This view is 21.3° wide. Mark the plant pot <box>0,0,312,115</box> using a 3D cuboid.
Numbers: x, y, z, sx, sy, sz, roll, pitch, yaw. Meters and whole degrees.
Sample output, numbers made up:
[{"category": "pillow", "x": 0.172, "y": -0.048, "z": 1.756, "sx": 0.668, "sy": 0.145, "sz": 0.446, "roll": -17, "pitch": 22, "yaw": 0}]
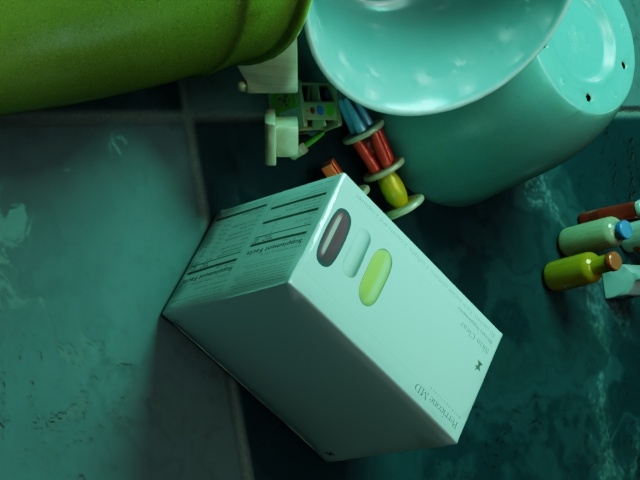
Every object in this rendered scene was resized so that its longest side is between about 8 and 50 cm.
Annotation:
[{"category": "plant pot", "x": -0.254, "y": -0.268, "z": 1.523, "sx": 0.353, "sy": 0.366, "sz": 0.366, "roll": -28, "pitch": 98, "yaw": -31}]

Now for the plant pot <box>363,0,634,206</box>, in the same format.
[{"category": "plant pot", "x": 0.219, "y": -0.205, "z": 1.979, "sx": 0.293, "sy": 0.235, "sz": 0.293, "roll": 13, "pitch": 71, "yaw": -40}]

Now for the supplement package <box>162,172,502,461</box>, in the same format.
[{"category": "supplement package", "x": 0.014, "y": 0.086, "z": 1.737, "sx": 0.262, "sy": 0.204, "sz": 0.145, "roll": 44, "pitch": 54, "yaw": -25}]

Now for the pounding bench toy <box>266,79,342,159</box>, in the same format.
[{"category": "pounding bench toy", "x": -0.013, "y": -0.130, "z": 1.874, "sx": 0.065, "sy": 0.052, "sz": 0.083, "roll": -3, "pitch": 81, "yaw": -43}]

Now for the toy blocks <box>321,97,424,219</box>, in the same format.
[{"category": "toy blocks", "x": 0.042, "y": -0.082, "z": 1.909, "sx": 0.123, "sy": 0.054, "sz": 0.148, "roll": -39, "pitch": 105, "yaw": -41}]

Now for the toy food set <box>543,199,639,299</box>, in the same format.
[{"category": "toy food set", "x": 0.393, "y": 0.011, "z": 2.165, "sx": 0.232, "sy": 0.104, "sz": 0.111, "roll": 5, "pitch": 76, "yaw": -41}]

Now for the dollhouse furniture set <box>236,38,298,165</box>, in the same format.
[{"category": "dollhouse furniture set", "x": -0.114, "y": -0.296, "z": 1.804, "sx": 0.303, "sy": 0.174, "sz": 0.355, "roll": -95, "pitch": -176, "yaw": -68}]

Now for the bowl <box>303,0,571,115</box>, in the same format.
[{"category": "bowl", "x": 0.097, "y": -0.302, "z": 1.769, "sx": 0.311, "sy": 0.311, "sz": 0.163, "roll": 23, "pitch": 20, "yaw": -36}]
